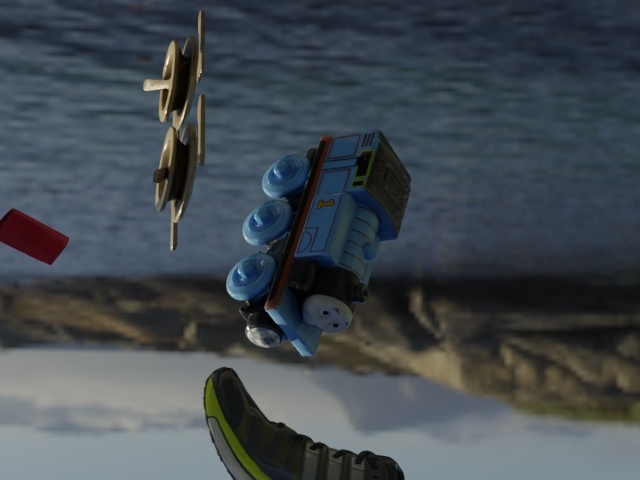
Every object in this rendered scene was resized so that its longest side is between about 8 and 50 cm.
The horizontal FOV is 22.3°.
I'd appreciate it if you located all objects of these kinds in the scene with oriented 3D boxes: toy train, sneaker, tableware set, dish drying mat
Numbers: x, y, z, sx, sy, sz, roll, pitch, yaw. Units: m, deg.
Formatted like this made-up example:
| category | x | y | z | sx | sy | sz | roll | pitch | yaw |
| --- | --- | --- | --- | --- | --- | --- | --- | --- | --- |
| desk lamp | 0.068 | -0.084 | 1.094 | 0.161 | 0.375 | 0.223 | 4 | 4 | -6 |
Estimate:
| category | x | y | z | sx | sy | sz | roll | pitch | yaw |
| --- | --- | --- | --- | --- | --- | --- | --- | --- | --- |
| toy train | 0.000 | 0.000 | 1.218 | 0.105 | 0.184 | 0.080 | -8 | 137 | 31 |
| sneaker | 0.007 | 0.224 | 1.487 | 0.121 | 0.300 | 0.111 | -41 | 167 | -3 |
| tableware set | -0.134 | -0.102 | 1.438 | 0.039 | 0.194 | 0.128 | 8 | 139 | -14 |
| dish drying mat | -0.254 | -0.003 | 1.421 | 0.008 | 0.032 | 0.083 | 44 | -174 | 34 |
